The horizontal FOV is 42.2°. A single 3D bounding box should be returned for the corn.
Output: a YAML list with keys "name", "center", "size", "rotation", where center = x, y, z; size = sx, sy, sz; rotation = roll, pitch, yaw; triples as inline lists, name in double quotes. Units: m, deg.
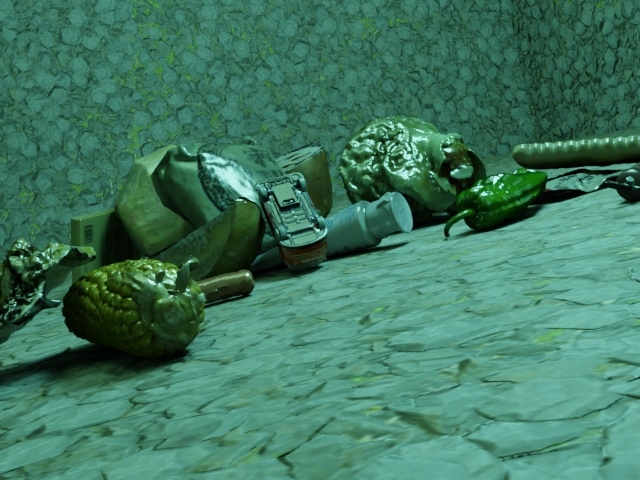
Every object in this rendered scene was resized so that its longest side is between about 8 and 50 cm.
- name: "corn"
  center: [-0.209, 0.067, 0.878]
  size: [0.106, 0.106, 0.293]
  rotation: [-16, 6, -32]

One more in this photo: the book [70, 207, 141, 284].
- name: "book"
  center: [-0.441, 0.015, 1.723]
  size: [0.026, 0.161, 0.231]
  rotation: [5, 10, 18]

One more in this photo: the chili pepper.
- name: "chili pepper"
  center: [0.277, -0.066, 1.247]
  size: [0.100, 0.074, 0.257]
  rotation: [-10, 4, 40]

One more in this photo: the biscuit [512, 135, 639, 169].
- name: "biscuit"
  center: [0.514, -0.156, 1.482]
  size: [0.324, 0.044, 0.217]
  rotation: [-3, 1, 19]

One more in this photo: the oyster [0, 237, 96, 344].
- name: "oyster"
  center: [-0.339, 0.070, 0.885]
  size: [0.214, 0.083, 0.223]
  rotation: [-39, 6, 4]

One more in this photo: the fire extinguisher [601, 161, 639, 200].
- name: "fire extinguisher"
  center: [0.445, -0.081, 1.142]
  size: [0.078, 0.045, 0.157]
  rotation: [15, 18, 29]

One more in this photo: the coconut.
- name: "coconut"
  center: [-0.283, -0.071, 1.704]
  size: [0.259, 0.259, 0.259]
  rotation: [-13, 5, 1]

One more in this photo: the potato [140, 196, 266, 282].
- name: "potato"
  center: [-0.165, 0.037, 1.300]
  size: [0.120, 0.100, 0.261]
  rotation: [19, -35, -39]

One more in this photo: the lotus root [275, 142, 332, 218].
- name: "lotus root"
  center: [-0.081, -0.092, 1.845]
  size: [0.272, 0.192, 0.272]
  rotation: [-16, 15, 4]

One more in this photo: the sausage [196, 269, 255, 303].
- name: "sausage"
  center: [-0.162, 0.070, 1.075]
  size: [0.157, 0.036, 0.042]
  rotation: [-14, -29, -15]

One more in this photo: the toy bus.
- name: "toy bus"
  center: [-0.041, -0.026, 1.242]
  size: [0.079, 0.077, 0.174]
  rotation: [-15, 43, -10]

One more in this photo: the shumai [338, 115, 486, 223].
- name: "shumai"
  center: [0.178, -0.128, 1.474]
  size: [0.218, 0.189, 0.256]
  rotation: [0, 33, 40]

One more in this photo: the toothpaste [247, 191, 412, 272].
- name: "toothpaste"
  center: [0.000, 0.000, 1.313]
  size: [0.299, 0.073, 0.114]
  rotation: [-19, 9, 29]

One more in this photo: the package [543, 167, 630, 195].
- name: "package"
  center: [0.446, -0.102, 1.422]
  size: [0.239, 0.030, 0.154]
  rotation: [-15, 7, -23]

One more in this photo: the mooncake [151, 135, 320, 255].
- name: "mooncake"
  center: [-0.147, -0.083, 1.515]
  size: [0.254, 0.250, 0.136]
  rotation: [-19, -26, -54]
